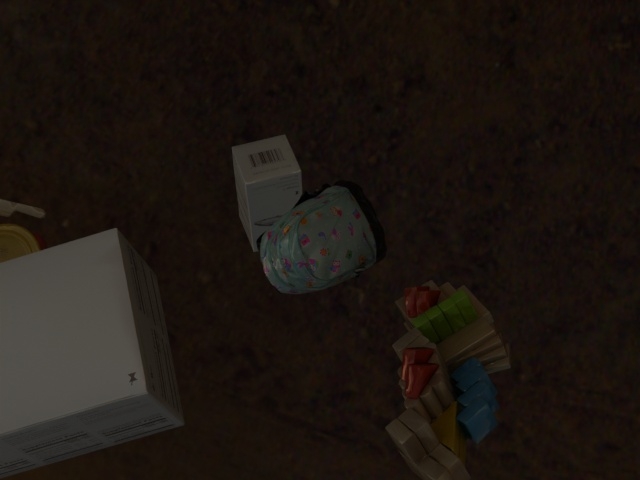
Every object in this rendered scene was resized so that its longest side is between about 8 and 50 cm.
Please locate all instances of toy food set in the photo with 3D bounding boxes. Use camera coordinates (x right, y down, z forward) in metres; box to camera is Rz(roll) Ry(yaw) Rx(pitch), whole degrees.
[{"bbox_3d":[-0.463,0.049,1.598,0.128,0.217,0.071,5,169,15],"label":"toy food set"}]

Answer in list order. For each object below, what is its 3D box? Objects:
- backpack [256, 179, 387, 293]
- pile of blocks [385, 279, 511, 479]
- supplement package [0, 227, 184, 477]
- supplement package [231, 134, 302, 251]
[{"bbox_3d":[0.000,0.000,1.506,0.115,0.182,0.152,-28,90,53],"label":"backpack"},{"bbox_3d":[0.162,0.157,1.388,0.149,0.362,0.112,-19,124,18],"label":"pile of blocks"},{"bbox_3d":[-0.314,0.135,1.211,0.262,0.204,0.145,-16,155,2],"label":"supplement package"},{"bbox_3d":[-0.093,-0.084,1.930,0.105,0.105,0.179,-15,139,-11],"label":"supplement package"}]
